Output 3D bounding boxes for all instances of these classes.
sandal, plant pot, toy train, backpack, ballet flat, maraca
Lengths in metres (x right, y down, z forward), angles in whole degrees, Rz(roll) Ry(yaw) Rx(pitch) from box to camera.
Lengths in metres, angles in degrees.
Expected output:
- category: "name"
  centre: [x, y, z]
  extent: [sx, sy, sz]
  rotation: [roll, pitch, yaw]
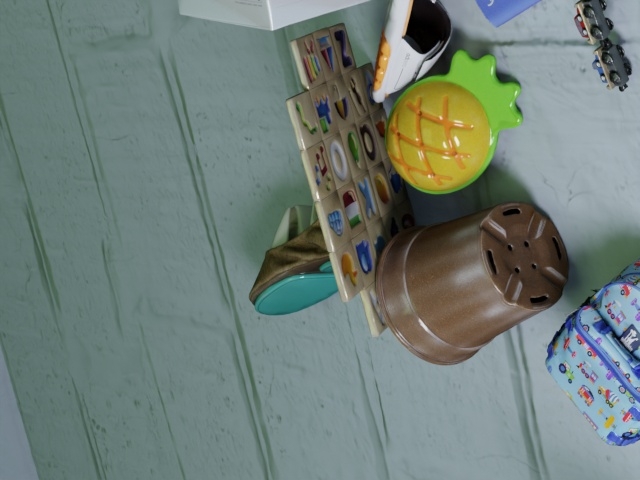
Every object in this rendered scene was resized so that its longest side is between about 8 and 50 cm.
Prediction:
- category: "sandal"
  centre: [0.108, -0.236, 1.879]
  extent: [0.265, 0.076, 0.102]
  rotation: [102, 177, -61]
- category: "plant pot"
  centre: [0.177, 0.039, 1.894]
  extent: [0.165, 0.167, 0.167]
  rotation: [-27, 85, 51]
- category: "toy train"
  centre: [0.265, -0.214, 1.673]
  extent: [0.036, 0.027, 0.158]
  rotation: [9, 133, 52]
- category: "backpack"
  centre: [0.328, 0.104, 1.724]
  extent: [0.158, 0.117, 0.173]
  rotation: [56, 144, 20]
- category: "ballet flat"
  centre: [0.000, 0.000, 2.195]
  extent: [0.342, 0.116, 0.124]
  rotation: [144, 123, -62]
- category: "maraca"
  centre: [0.146, -0.129, 1.892]
  extent: [0.127, 0.099, 0.185]
  rotation: [48, 124, 4]

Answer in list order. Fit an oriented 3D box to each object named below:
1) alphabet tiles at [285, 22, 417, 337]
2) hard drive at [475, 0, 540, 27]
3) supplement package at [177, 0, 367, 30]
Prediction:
- category: "alphabet tiles"
  centre: [0.042, -0.073, 1.948]
  extent: [0.011, 0.285, 0.343]
  rotation: [-13, 99, 22]
- category: "hard drive"
  centre: [0.211, -0.355, 1.665]
  extent: [0.210, 0.040, 0.318]
  rotation: [57, 149, -4]
- category: "supplement package"
  centre: [-0.051, -0.396, 1.933]
  extent: [0.198, 0.199, 0.263]
  rotation: [18, 123, 52]
